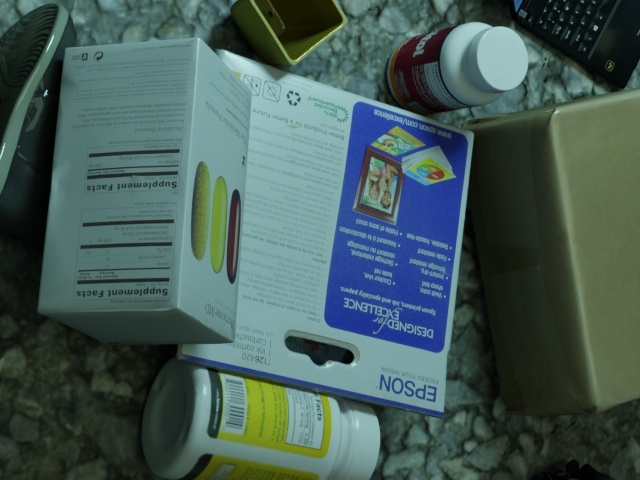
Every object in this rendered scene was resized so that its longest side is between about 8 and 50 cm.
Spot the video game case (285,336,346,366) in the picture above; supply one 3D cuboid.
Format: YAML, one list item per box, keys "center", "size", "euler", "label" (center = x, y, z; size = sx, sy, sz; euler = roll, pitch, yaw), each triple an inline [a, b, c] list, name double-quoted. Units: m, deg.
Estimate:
- center: [-0.002, 0.044, 1.596]
  size: [0.119, 0.015, 0.166]
  euler: [33, 73, -26]
  label: "video game case"

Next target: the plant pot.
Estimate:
- center: [-0.041, -0.222, 1.541]
  size: [0.081, 0.083, 0.081]
  euler: [-41, 108, -24]
  label: "plant pot"

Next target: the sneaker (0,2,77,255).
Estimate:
- center: [-0.255, -0.099, 1.426]
  size: [0.118, 0.083, 0.222]
  euler: [38, 62, -44]
  label: "sneaker"

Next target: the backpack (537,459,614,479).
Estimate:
- center: [0.260, 0.345, 1.686]
  size: [0.182, 0.115, 0.152]
  euler: [-32, 107, -25]
  label: "backpack"

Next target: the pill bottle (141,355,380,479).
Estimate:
- center: [-0.055, 0.184, 1.500]
  size: [0.208, 0.119, 0.119]
  euler: [15, 81, -30]
  label: "pill bottle"

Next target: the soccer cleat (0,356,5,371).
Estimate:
- center: [-0.357, 0.067, 1.360]
  size: [0.196, 0.068, 0.076]
  euler: [51, 51, -21]
  label: "soccer cleat"

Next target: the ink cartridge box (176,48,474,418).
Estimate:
- center: [0.000, 0.000, 1.546]
  size: [0.304, 0.072, 0.307]
  euler: [16, 75, -28]
  label: "ink cartridge box"

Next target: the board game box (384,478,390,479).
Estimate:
- center: [0.106, 0.404, 1.524]
  size: [0.141, 0.232, 0.291]
  euler: [39, 70, -25]
  label: "board game box"

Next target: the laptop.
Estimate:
- center: [0.321, -0.318, 1.700]
  size: [0.264, 0.136, 0.234]
  euler: [28, 91, -26]
  label: "laptop"

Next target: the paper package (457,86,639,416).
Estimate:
- center: [0.332, 0.000, 1.709]
  size: [0.309, 0.168, 0.324]
  euler: [-13, 94, -31]
  label: "paper package"

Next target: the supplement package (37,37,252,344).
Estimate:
- center: [-0.151, -0.039, 1.390]
  size: [0.139, 0.134, 0.244]
  euler: [40, 51, -66]
  label: "supplement package"

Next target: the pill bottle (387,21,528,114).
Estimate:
- center: [0.142, -0.178, 1.609]
  size: [0.086, 0.152, 0.086]
  euler: [1, 88, -31]
  label: "pill bottle"
